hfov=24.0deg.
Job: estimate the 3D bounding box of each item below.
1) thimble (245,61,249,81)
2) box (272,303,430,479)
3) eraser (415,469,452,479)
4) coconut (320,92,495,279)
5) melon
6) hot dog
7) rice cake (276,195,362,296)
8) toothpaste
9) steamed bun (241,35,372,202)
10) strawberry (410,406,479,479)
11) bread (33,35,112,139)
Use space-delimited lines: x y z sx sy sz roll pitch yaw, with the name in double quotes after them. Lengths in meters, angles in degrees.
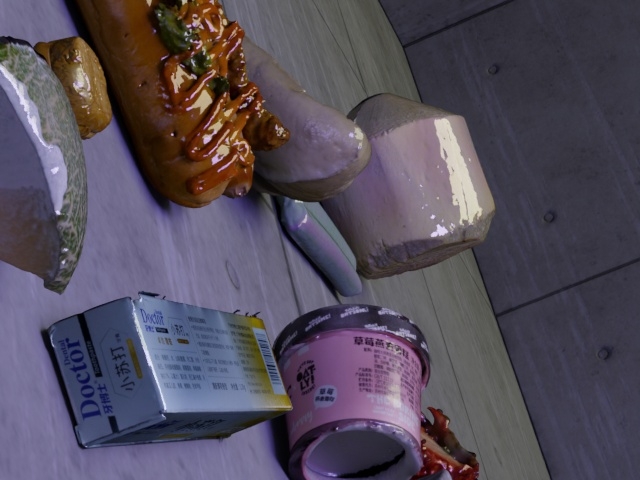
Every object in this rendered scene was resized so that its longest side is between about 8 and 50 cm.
-0.110 -0.150 1.455 0.062 0.084 0.110 -101 -173 -60 "thimble"
0.030 0.157 1.395 0.151 0.151 0.135 57 23 -45 "box"
0.113 0.387 1.327 0.343 0.144 0.078 67 12 3 "eraser"
0.108 -0.085 2.076 0.239 0.239 0.244 24 48 -76 "coconut"
-0.177 -0.031 0.873 0.202 0.093 0.140 62 5 -76 "melon"
-0.137 -0.200 1.323 0.349 0.117 0.158 68 21 -1 "hot dog"
0.000 0.000 1.861 0.222 0.042 0.080 53 16 -57 "rice cake"
-0.095 0.096 1.075 0.313 0.071 0.089 26 45 -76 "toothpaste"
-0.043 -0.103 1.638 0.231 0.110 0.212 40 -11 26 "steamed bun"
0.084 0.233 1.738 0.208 0.087 0.167 28 12 -34 "strawberry"
-0.186 -0.113 1.117 0.083 0.046 0.081 -88 159 -71 "bread"
